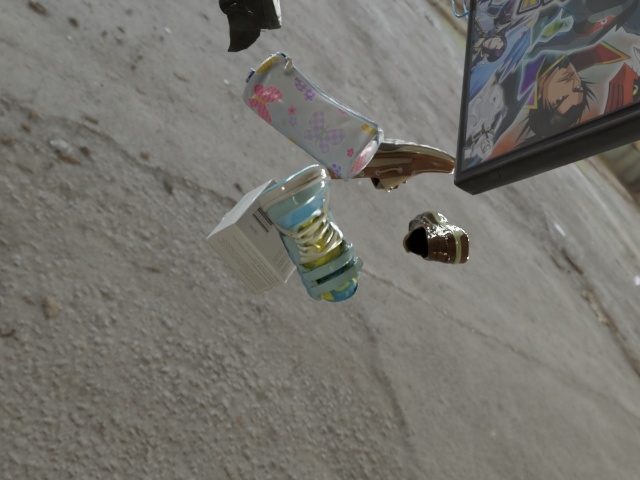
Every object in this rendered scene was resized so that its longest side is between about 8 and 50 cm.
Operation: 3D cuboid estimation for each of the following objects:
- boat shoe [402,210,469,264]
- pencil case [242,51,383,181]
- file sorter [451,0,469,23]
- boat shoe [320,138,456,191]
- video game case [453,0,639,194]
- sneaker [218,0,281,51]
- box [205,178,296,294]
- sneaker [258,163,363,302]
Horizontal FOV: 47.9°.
[{"bbox_3d":[0.213,-0.009,1.476,0.257,0.095,0.095,-148,-126,-77],"label":"boat shoe"},{"bbox_3d":[-0.014,-0.232,1.348,0.273,0.124,0.113,40,12,11],"label":"pencil case"},{"bbox_3d":[0.300,-0.371,1.162,0.170,0.104,0.118,30,43,-35],"label":"file sorter"},{"bbox_3d":[0.149,-0.171,1.633,0.324,0.117,0.123,5,11,-12],"label":"boat shoe"},{"bbox_3d":[0.231,-0.188,0.601,0.035,0.274,0.248,24,64,-32],"label":"video game case"},{"bbox_3d":[-0.106,-0.343,1.020,0.170,0.089,0.051,76,12,-57],"label":"sneaker"},{"bbox_3d":[-0.129,-0.007,1.644,0.182,0.119,0.181,50,47,-16],"label":"box"},{"bbox_3d":[0.000,0.000,1.190,0.208,0.127,0.319,61,-1,7],"label":"sneaker"}]
